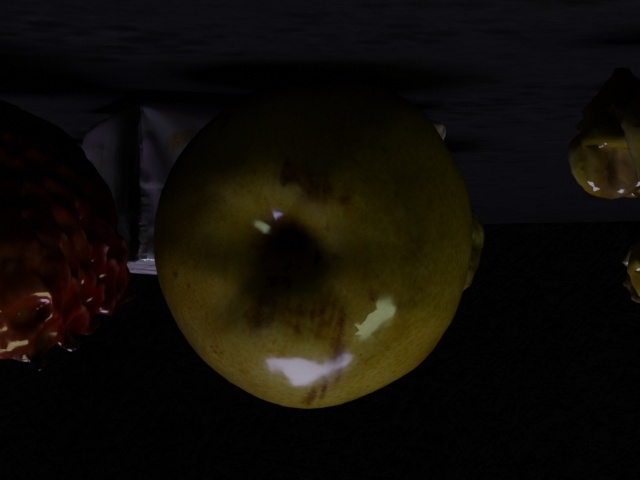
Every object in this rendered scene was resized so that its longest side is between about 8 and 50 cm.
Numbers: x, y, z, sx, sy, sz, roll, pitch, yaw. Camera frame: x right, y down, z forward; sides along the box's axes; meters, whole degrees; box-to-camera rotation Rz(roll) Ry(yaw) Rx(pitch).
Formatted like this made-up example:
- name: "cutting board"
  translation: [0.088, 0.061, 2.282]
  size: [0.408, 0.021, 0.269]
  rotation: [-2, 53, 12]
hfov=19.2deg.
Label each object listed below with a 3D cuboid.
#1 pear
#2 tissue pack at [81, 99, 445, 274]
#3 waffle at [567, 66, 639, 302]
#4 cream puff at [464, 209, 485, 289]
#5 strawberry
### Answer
- name: "pear"
  translation: [0.000, 0.000, 1.201]
  size: [0.209, 0.208, 0.209]
  rotation: [1, 178, 0]
- name: "tissue pack"
  translation: [-0.046, -0.034, 1.389]
  size: [0.225, 0.124, 0.185]
  rotation: [2, 178, -19]
- name: "waffle"
  translation: [0.278, -0.028, 1.081]
  size: [0.261, 0.151, 0.324]
  rotation: [-4, 180, 11]
- name: "cream puff"
  translation: [0.029, 0.014, 1.673]
  size: [0.196, 0.244, 0.244]
  rotation: [36, 163, -22]
- name: "strawberry"
  translation: [-0.250, -0.024, 1.196]
  size: [0.253, 0.150, 0.280]
  rotation: [8, -169, 5]
